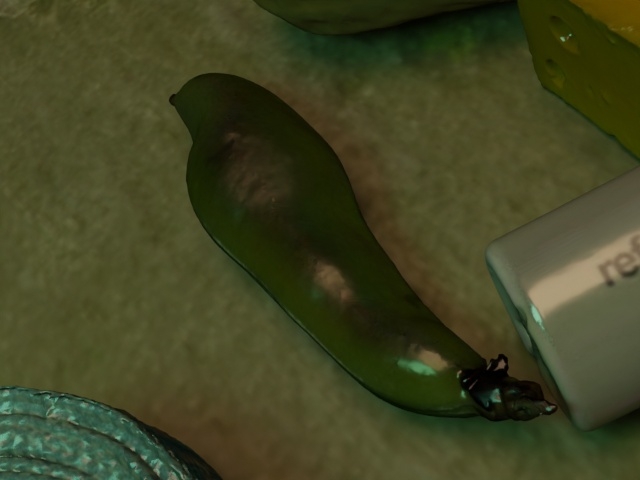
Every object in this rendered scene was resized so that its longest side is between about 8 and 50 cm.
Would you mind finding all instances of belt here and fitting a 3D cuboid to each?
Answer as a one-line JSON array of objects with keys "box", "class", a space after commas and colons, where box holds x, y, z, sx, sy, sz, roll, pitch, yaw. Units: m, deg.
[{"box": [-0.113, 0.140, 0.482, 0.163, 0.082, 0.148, 39, 88, 32], "class": "belt"}]

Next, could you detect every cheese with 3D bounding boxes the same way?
[{"box": [0.201, -0.124, 0.525, 0.171, 0.093, 0.126, -36, 47, -4], "class": "cheese"}]

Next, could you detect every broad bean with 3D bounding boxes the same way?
[{"box": [0.003, 0.004, 0.546, 0.325, 0.067, 0.075, 46, 112, 37], "class": "broad bean"}]

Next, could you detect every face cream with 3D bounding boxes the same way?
[{"box": [0.224, -0.028, 0.449, 0.311, 0.092, 0.092, -27, 50, 3], "class": "face cream"}]

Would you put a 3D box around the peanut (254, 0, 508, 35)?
[{"box": [0.094, -0.201, 0.600, 0.318, 0.147, 0.148, -7, 54, 23], "class": "peanut"}]
